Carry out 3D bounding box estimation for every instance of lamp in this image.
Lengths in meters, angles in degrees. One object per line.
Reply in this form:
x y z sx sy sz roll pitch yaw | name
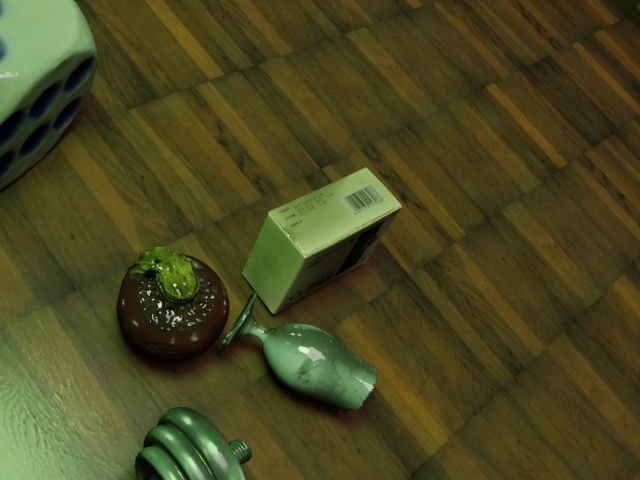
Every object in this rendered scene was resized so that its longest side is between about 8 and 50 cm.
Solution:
-0.201 0.085 1.027 0.157 0.135 0.156 24 52 -13 | lamp

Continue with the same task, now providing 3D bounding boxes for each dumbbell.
-0.245 0.332 0.818 0.406 0.179 0.179 -25 72 -35 | dumbbell

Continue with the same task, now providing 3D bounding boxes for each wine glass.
-0.029 0.168 1.079 0.222 0.103 0.103 30 51 -4 | wine glass

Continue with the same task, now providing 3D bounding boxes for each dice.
-0.489 -0.237 1.036 0.251 0.243 0.259 35 48 -1 | dice

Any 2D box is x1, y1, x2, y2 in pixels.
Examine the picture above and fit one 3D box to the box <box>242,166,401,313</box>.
0.000 0.000 1.159 0.212 0.168 0.095 -28 70 -36 | box
